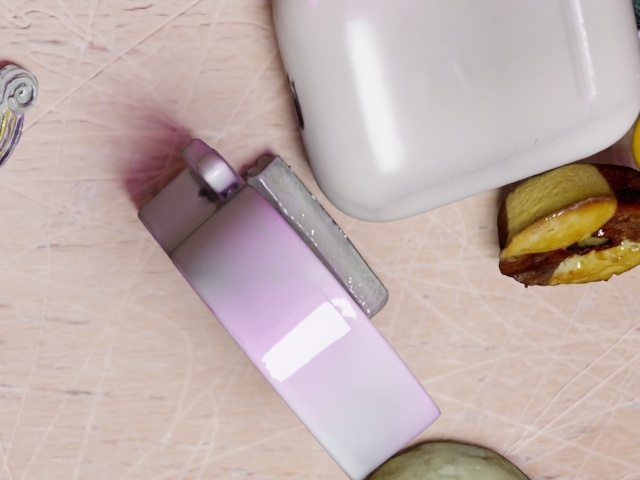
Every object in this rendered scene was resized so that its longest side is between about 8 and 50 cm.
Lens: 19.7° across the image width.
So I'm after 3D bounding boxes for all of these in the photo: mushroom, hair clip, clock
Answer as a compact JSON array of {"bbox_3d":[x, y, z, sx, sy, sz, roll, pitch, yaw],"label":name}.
[{"bbox_3d":[0.175,0.330,1.901,0.189,0.164,0.267,-35,113,-7],"label":"mushroom"},{"bbox_3d":[-0.338,-0.102,1.667,0.172,0.049,0.116,-2,119,-28],"label":"hair clip"},{"bbox_3d":[-0.037,0.061,1.666,0.102,0.338,0.338,-40,114,-3],"label":"clock"}]

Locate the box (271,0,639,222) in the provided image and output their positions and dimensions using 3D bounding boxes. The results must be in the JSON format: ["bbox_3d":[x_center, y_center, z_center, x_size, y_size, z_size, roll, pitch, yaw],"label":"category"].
[{"bbox_3d":[0.136,-0.185,1.759,0.349,0.141,0.288,-19,109,-13],"label":"box"}]

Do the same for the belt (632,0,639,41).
[{"bbox_3d":[0.341,-0.286,1.807,0.082,0.147,0.163,-1,77,-16],"label":"belt"}]

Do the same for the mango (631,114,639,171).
[{"bbox_3d":[0.386,-0.115,1.855,0.219,0.112,0.145,-34,100,-38],"label":"mango"}]

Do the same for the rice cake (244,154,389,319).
[{"bbox_3d":[0.000,0.000,1.811,0.047,0.036,0.206,-49,115,-19],"label":"rice cake"}]

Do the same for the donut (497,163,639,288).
[{"bbox_3d":[0.259,-0.017,1.852,0.184,0.073,0.166,-5,149,-14],"label":"donut"}]
